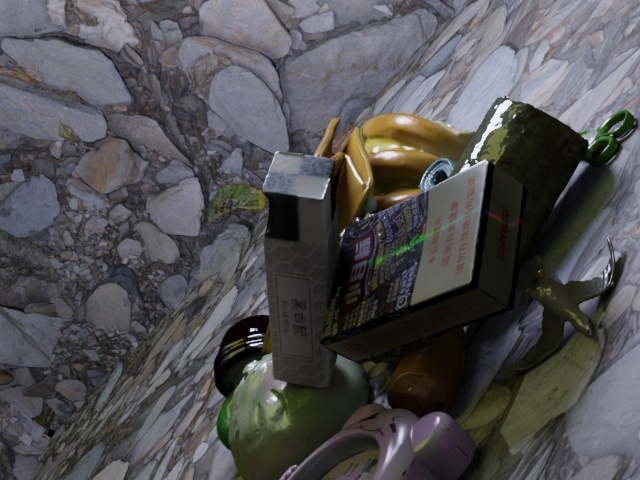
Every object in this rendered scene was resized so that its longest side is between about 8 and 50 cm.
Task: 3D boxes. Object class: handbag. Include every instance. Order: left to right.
[{"bbox_3d":[0.000,0.000,2.314,0.283,0.133,0.400,-92,16,-65],"label":"handbag"}]

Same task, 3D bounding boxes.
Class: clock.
[{"bbox_3d":[0.035,0.349,1.641,0.322,0.113,0.295,-49,18,-20],"label":"clock"}]

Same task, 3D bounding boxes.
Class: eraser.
[{"bbox_3d":[-0.025,0.052,1.897,0.403,0.096,0.098,89,-167,-45],"label":"eraser"}]

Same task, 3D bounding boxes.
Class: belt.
[{"bbox_3d":[0.264,-0.088,2.174,0.087,0.072,0.302,-54,22,-7],"label":"belt"}]

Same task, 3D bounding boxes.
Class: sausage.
[{"bbox_3d":[0.157,0.153,1.849,0.109,0.109,0.270,-45,18,28],"label":"sausage"}]

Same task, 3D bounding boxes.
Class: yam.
[{"bbox_3d":[0.268,-0.065,1.927,0.304,0.168,0.168,-60,13,-8],"label":"yam"}]

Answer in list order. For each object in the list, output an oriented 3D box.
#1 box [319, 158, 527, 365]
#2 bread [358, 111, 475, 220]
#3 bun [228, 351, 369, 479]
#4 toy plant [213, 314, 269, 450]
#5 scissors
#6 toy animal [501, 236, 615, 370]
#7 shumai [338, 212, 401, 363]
[{"bbox_3d":[0.140,0.036,1.762,0.310,0.084,0.198,-26,42,46],"label":"box"},{"bbox_3d":[0.145,-0.121,2.460,0.270,0.211,0.316,-54,10,-9],"label":"bread"},{"bbox_3d":[-0.059,0.277,2.109,0.283,0.179,0.283,-46,16,17],"label":"bun"},{"bbox_3d":[-0.114,0.266,2.403,0.218,0.175,0.235,-39,42,24],"label":"toy plant"},{"bbox_3d":[0.414,-0.152,2.006,0.101,0.027,0.204,-53,14,-14],"label":"scissors"},{"bbox_3d":[0.294,0.082,1.613,0.219,0.095,0.155,-50,8,8],"label":"toy animal"},{"bbox_3d":[0.111,0.059,2.068,0.256,0.218,0.189,-50,3,3],"label":"shumai"}]
